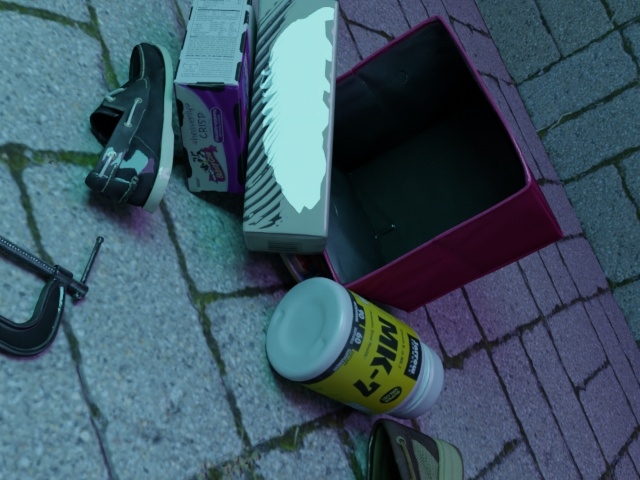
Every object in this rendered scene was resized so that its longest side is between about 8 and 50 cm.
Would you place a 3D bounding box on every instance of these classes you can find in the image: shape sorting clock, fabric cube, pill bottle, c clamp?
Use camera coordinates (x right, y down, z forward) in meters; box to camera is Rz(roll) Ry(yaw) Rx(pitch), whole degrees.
[{"bbox_3d":[0.000,0.000,0.991,0.206,0.040,0.206,36,40,-37],"label":"shape sorting clock"},{"bbox_3d":[0.135,-0.080,0.985,0.258,0.259,0.254,26,38,-61],"label":"fabric cube"},{"bbox_3d":[0.047,0.134,0.878,0.208,0.119,0.119,32,42,-40],"label":"pill bottle"},{"bbox_3d":[-0.260,0.023,0.613,0.160,0.022,0.137,35,45,-40],"label":"c clamp"}]

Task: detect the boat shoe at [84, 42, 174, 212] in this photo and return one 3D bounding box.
[{"bbox_3d":[-0.195,-0.133,0.773,0.079,0.084,0.233,12,47,-21],"label":"boat shoe"}]

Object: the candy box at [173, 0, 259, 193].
[{"bbox_3d":[-0.113,-0.192,0.867,0.159,0.071,0.233,93,0,-49],"label":"candy box"}]

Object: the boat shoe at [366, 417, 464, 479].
[{"bbox_3d":[0.072,0.331,0.779,0.123,0.123,0.342,35,39,-14],"label":"boat shoe"}]

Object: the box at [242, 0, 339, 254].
[{"bbox_3d":[-0.032,-0.127,0.854,0.113,0.094,0.275,103,-10,-77],"label":"box"}]
